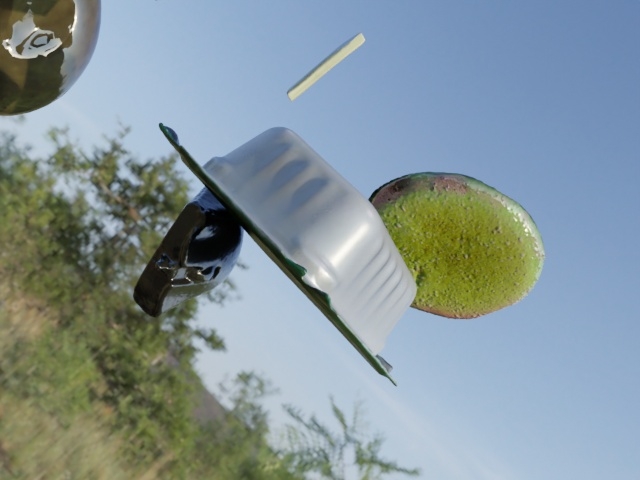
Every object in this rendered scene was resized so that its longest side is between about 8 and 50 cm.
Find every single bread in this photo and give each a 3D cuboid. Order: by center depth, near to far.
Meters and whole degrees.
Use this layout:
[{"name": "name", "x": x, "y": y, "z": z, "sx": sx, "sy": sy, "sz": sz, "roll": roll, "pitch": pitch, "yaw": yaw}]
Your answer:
[{"name": "bread", "x": 0.150, "y": 0.016, "z": 1.059, "sx": 0.228, "sy": 0.034, "sz": 0.229, "roll": 11, "pitch": -45, "yaw": 11}]

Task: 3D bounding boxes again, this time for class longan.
[{"name": "longan", "x": -0.481, "y": -0.365, "z": 1.401, "sx": 0.288, "sy": 0.288, "sz": 0.350, "roll": 37, "pitch": -62, "yaw": 33}]

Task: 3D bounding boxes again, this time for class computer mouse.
[{"name": "computer mouse", "x": -0.138, "y": 0.004, "z": 1.061, "sx": 0.088, "sy": 0.147, "sz": 0.264, "roll": 32, "pitch": 20, "yaw": -1}]

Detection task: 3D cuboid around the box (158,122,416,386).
[{"name": "box", "x": 0.000, "y": 0.000, "z": 0.946, "sx": 0.264, "sy": 0.106, "sz": 0.337, "roll": 44, "pitch": -5, "yaw": 28}]

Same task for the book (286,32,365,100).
[{"name": "book", "x": 0.006, "y": -0.207, "z": 1.047, "sx": 0.014, "sy": 0.111, "sz": 0.077, "roll": 50, "pitch": 10, "yaw": -11}]
